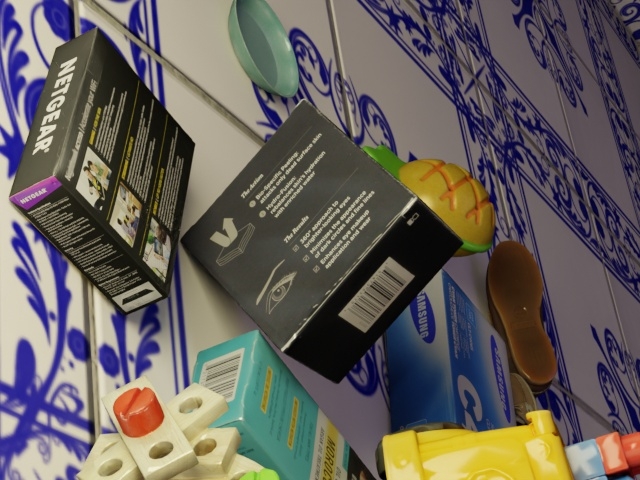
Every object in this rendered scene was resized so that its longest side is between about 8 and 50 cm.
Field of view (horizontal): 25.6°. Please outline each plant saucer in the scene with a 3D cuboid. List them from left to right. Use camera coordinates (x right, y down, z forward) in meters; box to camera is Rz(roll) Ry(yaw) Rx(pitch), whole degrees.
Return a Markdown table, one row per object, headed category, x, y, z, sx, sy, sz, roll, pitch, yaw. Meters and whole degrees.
| category | x | y | z | sx | sy | sz | roll | pitch | yaw |
| --- | --- | --- | --- | --- | --- | --- | --- | --- | --- |
| plant saucer | -0.061 | -0.195 | 1.417 | 0.119 | 0.021 | 0.119 | 49 | 29 | -39 |

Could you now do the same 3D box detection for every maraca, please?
| category | x | y | z | sx | sy | sz | roll | pitch | yaw |
| --- | --- | --- | --- | --- | --- | --- | --- | --- | --- |
| maraca | 0.123 | -0.047 | 1.607 | 0.186 | 0.099 | 0.127 | 31 | 24 | -17 |

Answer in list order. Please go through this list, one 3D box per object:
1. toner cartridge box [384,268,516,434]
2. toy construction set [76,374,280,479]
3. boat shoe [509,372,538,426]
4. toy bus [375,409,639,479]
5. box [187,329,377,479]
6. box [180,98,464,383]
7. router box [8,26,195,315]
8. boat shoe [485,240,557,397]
| category | x | y | z | sx | sy | sz | roll | pitch | yaw |
| --- | --- | --- | --- | --- | --- | --- | --- | --- | --- |
| toner cartridge box | 0.140 | 0.212 | 1.426 | 0.165 | 0.075 | 0.348 | 48 | 29 | -42 |
| toy construction set | -0.020 | 0.224 | 0.931 | 0.327 | 0.151 | 0.215 | 54 | 11 | -29 |
| boat shoe | 0.231 | 0.215 | 1.661 | 0.045 | 0.050 | 0.135 | 42 | 33 | -56 |
| toy bus | 0.166 | 0.214 | 1.122 | 0.220 | 0.211 | 0.149 | 56 | 18 | -65 |
| box | -0.015 | 0.192 | 1.113 | 0.244 | 0.060 | 0.100 | 54 | 26 | -30 |
| box | 0.000 | 0.000 | 1.126 | 0.158 | 0.156 | 0.093 | 45 | 5 | 38 |
| router box | -0.155 | -0.054 | 1.042 | 0.133 | 0.046 | 0.179 | 51 | 27 | -34 |
| boat shoe | 0.248 | 0.103 | 1.792 | 0.073 | 0.073 | 0.207 | 105 | -17 | -60 |
